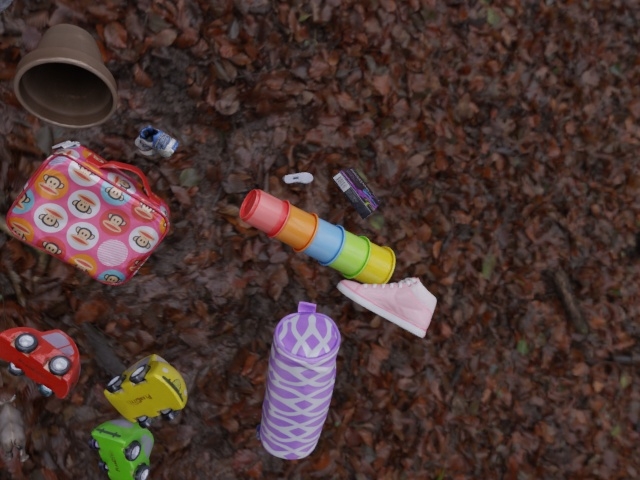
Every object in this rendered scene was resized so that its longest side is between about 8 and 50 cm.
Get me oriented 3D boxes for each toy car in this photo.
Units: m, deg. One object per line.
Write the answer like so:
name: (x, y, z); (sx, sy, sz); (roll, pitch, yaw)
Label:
toy car: (-0.239, 0.198, 0.571); (0.053, 0.238, 0.225); (-57, 151, -54)

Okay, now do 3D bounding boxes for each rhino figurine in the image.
rhino figurine: (-0.946, 0.558, 1.510); (0.073, 0.243, 0.107); (-13, 123, -33)

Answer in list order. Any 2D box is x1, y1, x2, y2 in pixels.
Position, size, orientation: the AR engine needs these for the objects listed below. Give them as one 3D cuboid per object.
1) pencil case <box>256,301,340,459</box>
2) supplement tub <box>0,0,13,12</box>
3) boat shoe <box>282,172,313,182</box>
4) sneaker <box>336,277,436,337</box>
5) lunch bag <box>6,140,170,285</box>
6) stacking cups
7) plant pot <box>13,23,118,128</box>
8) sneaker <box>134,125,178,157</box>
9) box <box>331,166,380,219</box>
pencil case: (-0.028, 0.184, 0.621); (0.086, 0.206, 0.088); (12, 34, 0)
supplement tub: (-0.762, -0.576, 0.947); (0.193, 0.316, 0.194); (0, 94, 6)
boat shoe: (-0.075, -0.202, 1.604); (0.100, 0.035, 0.035); (-9, 106, -19)
sneaker: (0.093, 0.070, 0.667); (0.134, 0.051, 0.070); (27, 88, 6)
lunch bag: (-0.486, -0.066, 1.084); (0.293, 0.120, 0.258); (38, 101, -26)
stacking cups: (0.000, 0.000, 0.929); (0.316, 0.096, 0.096); (25, 74, -31)
plant pot: (-0.728, -0.497, 1.441); (0.262, 0.263, 0.230); (10, 54, -33)
sneaker: (-0.339, -0.205, 0.991); (0.058, 0.135, 0.052); (47, 65, -42)
box: (0.085, -0.113, 1.132); (0.116, 0.029, 0.162); (52, 17, -2)
